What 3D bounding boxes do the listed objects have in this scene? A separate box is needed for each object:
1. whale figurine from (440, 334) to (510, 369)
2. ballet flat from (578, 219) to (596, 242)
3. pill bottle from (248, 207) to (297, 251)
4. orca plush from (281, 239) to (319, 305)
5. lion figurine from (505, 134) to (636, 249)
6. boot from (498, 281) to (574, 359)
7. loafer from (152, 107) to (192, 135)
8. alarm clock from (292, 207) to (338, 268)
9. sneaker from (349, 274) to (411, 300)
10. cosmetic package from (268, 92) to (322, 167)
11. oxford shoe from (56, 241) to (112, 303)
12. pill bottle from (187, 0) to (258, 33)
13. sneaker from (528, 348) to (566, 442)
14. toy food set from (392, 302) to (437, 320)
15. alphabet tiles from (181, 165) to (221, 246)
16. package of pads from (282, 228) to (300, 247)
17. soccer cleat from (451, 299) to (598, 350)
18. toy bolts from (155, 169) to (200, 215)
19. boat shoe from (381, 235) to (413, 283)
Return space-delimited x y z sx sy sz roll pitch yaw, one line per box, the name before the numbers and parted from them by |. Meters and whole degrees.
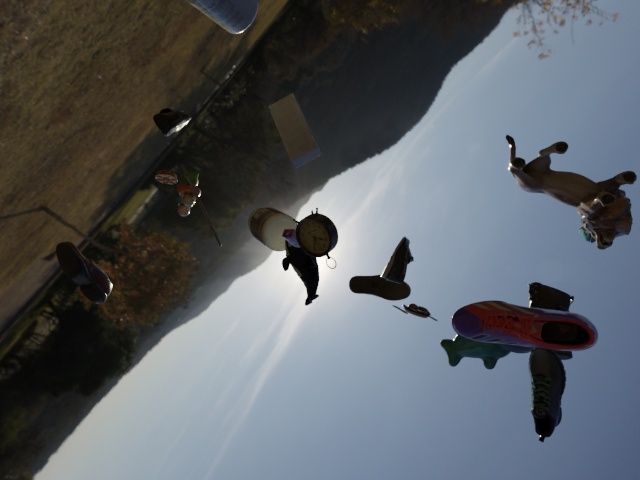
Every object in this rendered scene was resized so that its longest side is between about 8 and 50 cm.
whale figurine | 0.539 0.348 1.486 0.272 0.141 0.216 -35 -121 29
ballet flat | 0.954 -0.071 1.483 0.083 0.247 0.087 -33 -120 4
pill bottle | -0.214 -0.058 1.836 0.162 0.162 0.278 -51 -152 -6
orca plush | -0.059 0.105 1.592 0.102 0.151 0.288 -173 -103 -66
lion figurine | 0.650 -0.139 1.128 0.142 0.392 0.240 -52 163 0
boot | 0.666 0.238 1.325 0.091 0.262 0.229 112 -8 -63
loafer | -0.490 -0.407 1.403 0.080 0.078 0.220 -39 -162 11
alarm clock | 0.000 0.000 1.291 0.129 0.192 0.064 -21 -174 40
sneaker | 0.220 0.151 1.447 0.221 0.118 0.083 6 -87 35
cosmetic package | -0.085 -0.364 1.400 0.098 0.239 0.060 -26 156 10
oxford shoe | -0.660 0.079 1.192 0.076 0.212 0.076 -3 -142 16
pill bottle | -0.283 -0.660 1.106 0.131 0.229 0.131 -7 -102 33
sneaker | 0.555 0.378 1.042 0.083 0.224 0.098 -4 -168 38
toy food set | 0.446 0.323 1.974 0.132 0.191 0.039 24 -83 67
alphabet tiles | -0.382 -0.116 1.349 0.009 0.237 0.198 -26 -147 -13
package of pads | -0.086 -0.007 1.425 0.050 0.083 0.032 -2 -120 34
soccer cleat | 0.475 0.204 1.011 0.318 0.116 0.109 2 -95 24
toy bolts | -0.685 -0.220 2.050 0.228 0.218 0.159 118 -24 -68
boat shoe | 0.234 0.059 1.229 0.206 0.064 0.075 -49 166 -53
